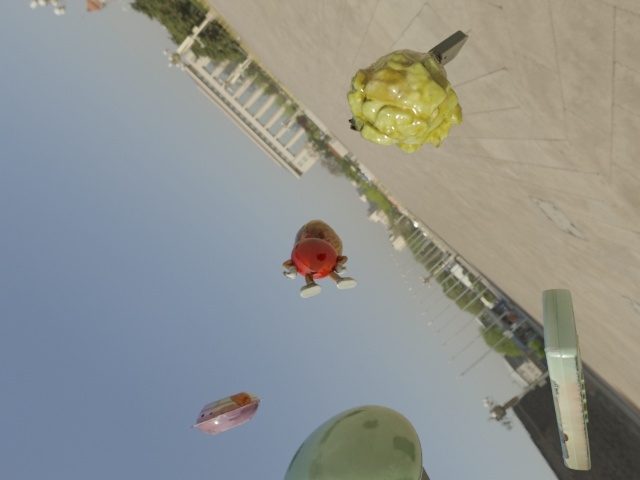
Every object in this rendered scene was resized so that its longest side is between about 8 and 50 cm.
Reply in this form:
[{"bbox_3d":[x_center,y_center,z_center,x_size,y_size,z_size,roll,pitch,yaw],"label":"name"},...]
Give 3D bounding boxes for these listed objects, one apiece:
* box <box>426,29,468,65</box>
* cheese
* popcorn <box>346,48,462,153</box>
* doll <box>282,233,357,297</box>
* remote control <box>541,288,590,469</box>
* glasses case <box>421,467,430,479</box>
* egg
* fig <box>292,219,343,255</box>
[{"bbox_3d":[0.303,-0.463,1.087,0.031,0.126,0.091,50,167,7],"label":"box"},{"bbox_3d":[-0.238,0.441,1.120,0.286,0.188,0.074,124,129,-64],"label":"cheese"},{"bbox_3d":[0.186,-0.308,0.954,0.252,0.215,0.286,28,-144,-1],"label":"popcorn"},{"bbox_3d":[-0.016,0.065,1.182,0.217,0.183,0.085,-121,28,-45],"label":"doll"},{"bbox_3d":[0.433,0.248,0.766,0.344,0.050,0.145,64,-146,-31],"label":"remote control"},{"bbox_3d":[0.357,0.850,1.538,0.205,0.047,0.071,-125,24,-76],"label":"glasses case"},{"bbox_3d":[0.056,0.414,0.765,0.203,0.282,0.203,41,154,26],"label":"egg"},{"bbox_3d":[0.000,0.000,1.416,0.159,0.159,0.257,44,-160,-7],"label":"fig"}]
